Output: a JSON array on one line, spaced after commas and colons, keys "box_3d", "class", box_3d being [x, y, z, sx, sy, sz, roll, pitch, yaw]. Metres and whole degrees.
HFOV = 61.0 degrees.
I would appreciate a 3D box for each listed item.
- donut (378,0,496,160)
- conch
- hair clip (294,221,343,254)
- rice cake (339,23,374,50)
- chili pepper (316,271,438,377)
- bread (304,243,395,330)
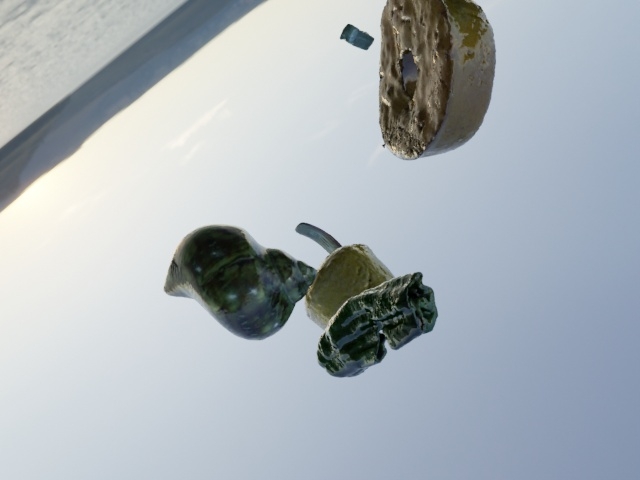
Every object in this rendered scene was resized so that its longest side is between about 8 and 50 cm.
[{"box_3d": [0.177, -0.267, 0.871, 0.109, 0.277, 0.277, -5, -161, -19], "class": "donut"}, {"box_3d": [-0.107, 0.047, 0.715, 0.187, 0.182, 0.124, -109, -137, -80], "class": "conch"}, {"box_3d": [0.001, -0.001, 1.337, 0.022, 0.137, 0.054, -57, -178, -42], "class": "hair clip"}, {"box_3d": [0.048, -0.258, 0.691, 0.022, 0.022, 0.121, -60, 175, 21], "class": "rice cake"}, {"box_3d": [0.074, 0.122, 0.773, 0.084, 0.099, 0.253, -14, 159, -34], "class": "chili pepper"}, {"box_3d": [0.062, 0.104, 1.057, 0.170, 0.197, 0.197, 41, -102, 21], "class": "bread"}]
